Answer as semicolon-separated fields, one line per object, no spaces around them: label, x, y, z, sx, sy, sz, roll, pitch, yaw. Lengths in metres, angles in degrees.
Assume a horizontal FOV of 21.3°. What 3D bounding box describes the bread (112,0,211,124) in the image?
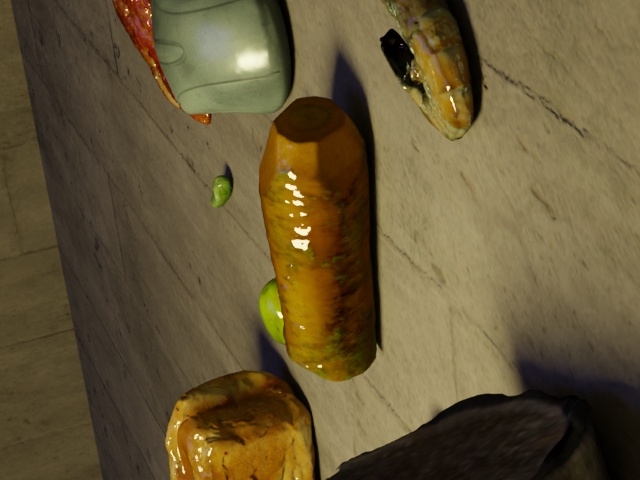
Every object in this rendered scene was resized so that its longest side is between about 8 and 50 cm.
bread;-0.213;-0.277;2.232;0.139;0.095;0.269;-138;31;-75

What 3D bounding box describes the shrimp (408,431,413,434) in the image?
shrimp;0.123;0.291;1.674;0.115;0.051;0.217;-20;87;69

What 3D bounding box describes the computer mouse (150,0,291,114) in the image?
computer mouse;-0.135;-0.234;1.977;0.371;0.122;0.188;-155;53;-74

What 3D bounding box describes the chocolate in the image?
chocolate;0.115;0.273;1.318;0.213;0.303;0.303;61;166;-10

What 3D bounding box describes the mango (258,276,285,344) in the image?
mango;-0.044;0.088;2.062;0.108;0.056;0.073;80;172;-64

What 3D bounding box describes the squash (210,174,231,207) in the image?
squash;-0.133;-0.064;2.271;0.089;0.027;0.027;108;144;-71

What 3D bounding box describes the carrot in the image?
carrot;0.000;0.000;1.739;0.114;0.114;0.302;-125;24;-50

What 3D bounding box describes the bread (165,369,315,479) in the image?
bread;-0.099;0.344;2.236;0.149;0.195;0.344;40;140;54

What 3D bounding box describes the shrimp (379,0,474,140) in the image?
shrimp;0.074;-0.180;1.442;0.150;0.051;0.217;108;141;-74
